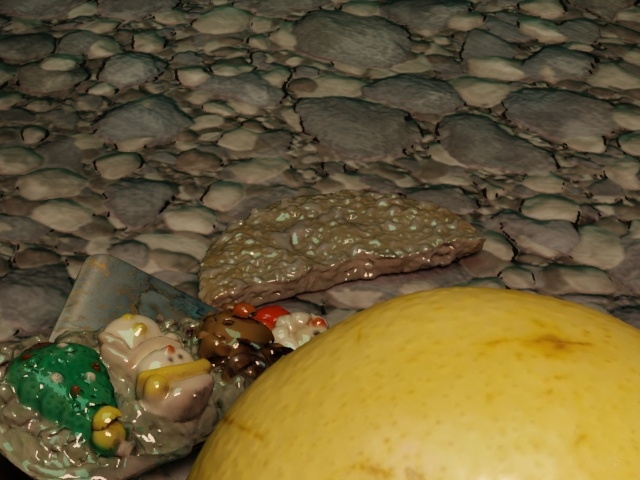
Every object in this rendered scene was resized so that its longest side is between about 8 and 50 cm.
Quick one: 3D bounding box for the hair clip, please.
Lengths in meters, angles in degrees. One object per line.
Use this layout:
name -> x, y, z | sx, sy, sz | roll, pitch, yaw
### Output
hair clip -> -0.079, 0.086, 1.098 | 0.138, 0.091, 0.321 | 41, 23, 28

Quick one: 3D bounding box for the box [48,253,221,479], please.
box -> -0.128, 0.098, 1.190 | 0.142, 0.044, 0.285 | 26, 21, -8

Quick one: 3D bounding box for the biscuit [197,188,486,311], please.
biscuit -> 0.002, -0.002, 1.429 | 0.250, 0.032, 0.133 | -12, 35, -16

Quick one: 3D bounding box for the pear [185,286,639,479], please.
pear -> 0.084, 0.193, 0.881 | 0.348, 0.348, 0.348 | 0, 34, 0

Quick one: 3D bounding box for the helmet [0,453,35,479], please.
helmet -> -0.205, 0.178, 1.104 | 0.155, 0.106, 0.175 | 15, 33, 21
